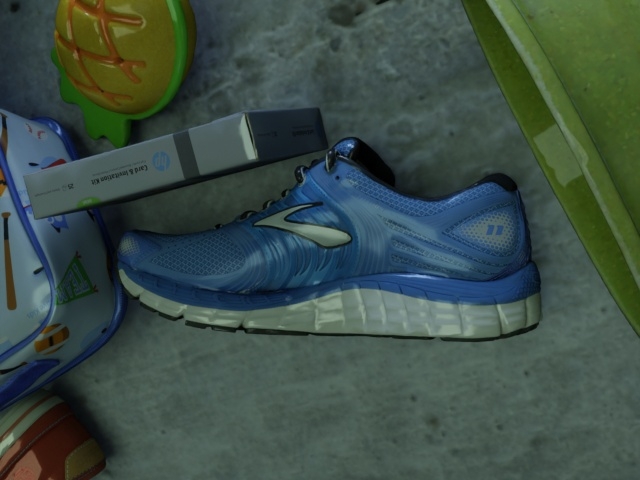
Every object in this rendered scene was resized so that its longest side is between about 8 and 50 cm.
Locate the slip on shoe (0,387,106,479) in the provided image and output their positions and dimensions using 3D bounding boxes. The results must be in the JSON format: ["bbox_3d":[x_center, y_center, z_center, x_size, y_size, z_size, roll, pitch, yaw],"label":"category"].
[{"bbox_3d":[-0.308,0.286,0.891,0.101,0.123,0.331,38,104,6],"label":"slip on shoe"}]

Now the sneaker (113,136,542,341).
[{"bbox_3d":[0.000,0.000,0.741,0.330,0.130,0.147,0,85,16],"label":"sneaker"}]

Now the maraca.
[{"bbox_3d":[-0.163,-0.151,0.775,0.127,0.099,0.186,56,137,9],"label":"maraca"}]

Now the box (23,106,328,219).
[{"bbox_3d":[-0.105,-0.060,0.740,0.186,0.145,0.038,-12,94,20],"label":"box"}]

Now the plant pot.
[{"bbox_3d":[0.247,-0.108,0.567,0.254,0.276,0.276,-28,89,9],"label":"plant pot"}]

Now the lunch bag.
[{"bbox_3d":[-0.315,0.046,0.827,0.303,0.115,0.243,-33,73,22],"label":"lunch bag"}]
